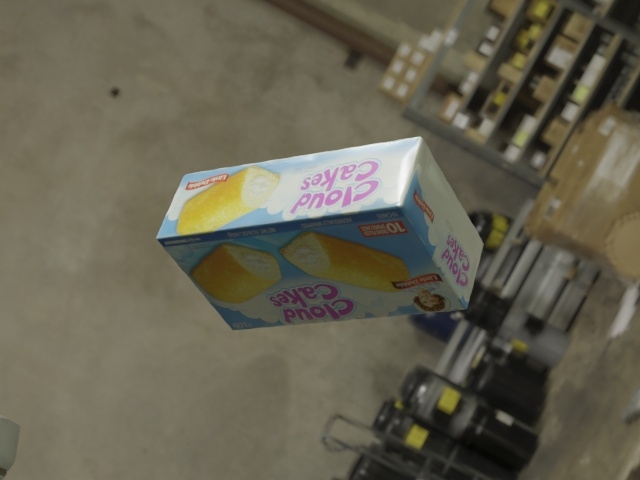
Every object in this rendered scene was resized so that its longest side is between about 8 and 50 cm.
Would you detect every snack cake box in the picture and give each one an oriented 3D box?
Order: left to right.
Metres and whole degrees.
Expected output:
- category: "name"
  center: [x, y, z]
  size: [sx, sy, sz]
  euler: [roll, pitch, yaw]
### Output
- category: "snack cake box"
  center: [0.000, 0.000, 1.146]
  size: [0.152, 0.264, 0.089]
  euler: [55, -140, -38]

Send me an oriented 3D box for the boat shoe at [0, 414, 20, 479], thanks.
- category: "boat shoe"
  center: [-0.271, 0.144, 0.643]
  size: [0.335, 0.121, 0.119]
  euler: [25, -113, -74]
